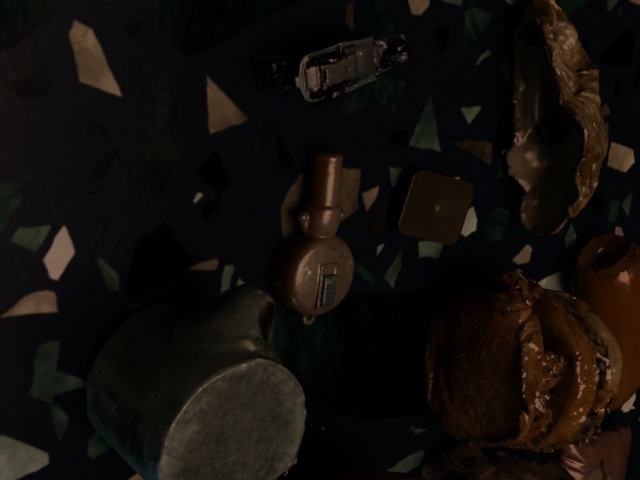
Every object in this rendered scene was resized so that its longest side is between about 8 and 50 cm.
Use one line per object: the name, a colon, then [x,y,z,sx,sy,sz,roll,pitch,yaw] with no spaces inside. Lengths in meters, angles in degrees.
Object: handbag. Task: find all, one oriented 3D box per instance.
handbag: [0.281,0.426,1.608,0.190,0.193,0.252,-26,121,-27]

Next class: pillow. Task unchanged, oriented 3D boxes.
pillow: [0.454,0.430,1.839,0.223,0.084,0.236,0,104,-40]

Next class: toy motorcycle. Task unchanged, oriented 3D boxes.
toy motorcycle: [0.021,-0.203,1.203,0.173,0.100,0.058,-23,121,-30]

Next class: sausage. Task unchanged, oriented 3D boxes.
sausage: [0.479,0.154,1.740,0.134,0.116,0.354,-44,135,-34]

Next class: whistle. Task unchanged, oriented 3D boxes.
whistle: [0.000,0.000,1.291,0.107,0.057,0.220,-4,107,-40]
whistle: [-0.141,0.247,1.187,0.188,0.168,0.405,-13,119,-36]

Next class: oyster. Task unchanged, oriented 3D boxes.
oyster: [0.327,-0.175,1.466,0.110,0.166,0.341,-14,98,-28]

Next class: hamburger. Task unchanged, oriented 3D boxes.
hamburger: [0.276,0.185,1.475,0.211,0.260,0.245,-3,128,-45]

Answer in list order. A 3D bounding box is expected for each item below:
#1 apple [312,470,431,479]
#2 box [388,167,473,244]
apple: [0.050,0.473,1.305,0.346,0.391,0.392,-1,107,-52]
box: [0.146,-0.046,1.419,0.126,0.031,0.091,10,100,-43]
